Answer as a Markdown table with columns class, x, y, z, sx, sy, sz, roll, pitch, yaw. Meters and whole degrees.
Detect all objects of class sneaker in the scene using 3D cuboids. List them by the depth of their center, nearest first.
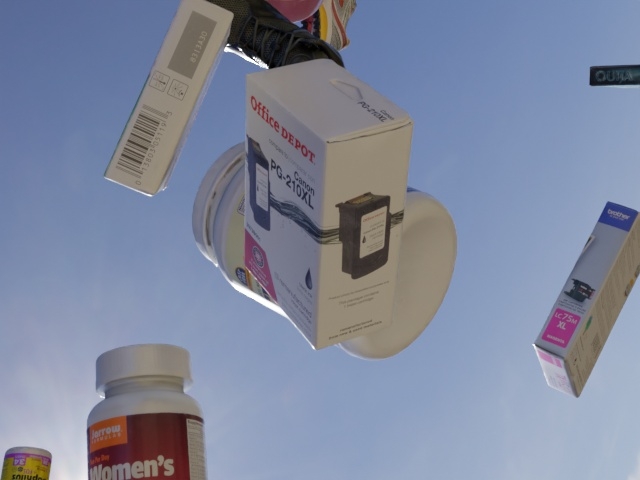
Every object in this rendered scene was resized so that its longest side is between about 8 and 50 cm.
| class | x | y | z | sx | sy | sz | roll | pitch | yaw |
| --- | --- | --- | --- | --- | --- | --- | --- | --- | --- |
| sneaker | -0.062 | -0.259 | 1.189 | 0.087 | 0.227 | 0.130 | -59 | 16 | 10 |
| sneaker | 0.018 | -0.463 | 1.703 | 0.092 | 0.088 | 0.225 | -7 | -71 | -32 |

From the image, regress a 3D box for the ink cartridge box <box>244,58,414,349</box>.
| class | x | y | z | sx | sy | sz | roll | pitch | yaw |
| --- | --- | --- | --- | --- | --- | --- | --- | --- | --- |
| ink cartridge box | 0.000 | -0.040 | 0.917 | 0.100 | 0.172 | 0.237 | -15 | -53 | -26 |

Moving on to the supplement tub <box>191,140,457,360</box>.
| class | x | y | z | sx | sy | sz | roll | pitch | yaw |
| --- | --- | --- | --- | --- | --- | --- | --- | --- | --- |
| supplement tub | 0.000 | 0.000 | 1.267 | 0.235 | 0.324 | 0.235 | -28 | -49 | -39 |

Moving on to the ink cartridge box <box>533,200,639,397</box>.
| class | x | y | z | sx | sy | sz | roll | pitch | yaw |
| --- | --- | --- | --- | --- | --- | --- | --- | --- | --- |
| ink cartridge box | 0.435 | 0.075 | 1.419 | 0.311 | 0.065 | 0.186 | -57 | -32 | -14 |

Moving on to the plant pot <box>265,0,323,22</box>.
| class | x | y | z | sx | sy | sz | roll | pitch | yaw |
| --- | --- | --- | --- | --- | --- | --- | --- | --- | --- |
| plant pot | -0.070 | -0.461 | 1.370 | 0.201 | 0.201 | 0.180 | -53 | -9 | -35 |

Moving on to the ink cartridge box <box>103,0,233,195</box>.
| class | x | y | z | sx | sy | sz | roll | pitch | yaw |
| --- | --- | --- | --- | --- | --- | --- | --- | --- | --- |
| ink cartridge box | -0.146 | -0.138 | 0.903 | 0.224 | 0.056 | 0.181 | -144 | 78 | -79 |

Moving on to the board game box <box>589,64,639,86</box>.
| class | x | y | z | sx | sy | sz | roll | pitch | yaw |
| --- | --- | --- | --- | --- | --- | --- | --- | --- | --- |
| board game box | 0.431 | -0.195 | 1.072 | 0.126 | 0.186 | 0.026 | -9 | -78 | -49 |

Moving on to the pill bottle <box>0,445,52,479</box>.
| class | x | y | z | sx | sy | sz | roll | pitch | yaw |
| --- | --- | --- | --- | --- | --- | --- | --- | --- | --- |
| pill bottle | -0.272 | 0.234 | 0.828 | 0.043 | 0.043 | 0.083 | 51 | -146 | -56 |

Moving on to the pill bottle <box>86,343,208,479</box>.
| class | x | y | z | sx | sy | sz | roll | pitch | yaw |
| --- | --- | --- | --- | --- | --- | --- | --- | --- | --- |
| pill bottle | -0.175 | 0.225 | 0.921 | 0.121 | 0.121 | 0.221 | 39 | -141 | -59 |
